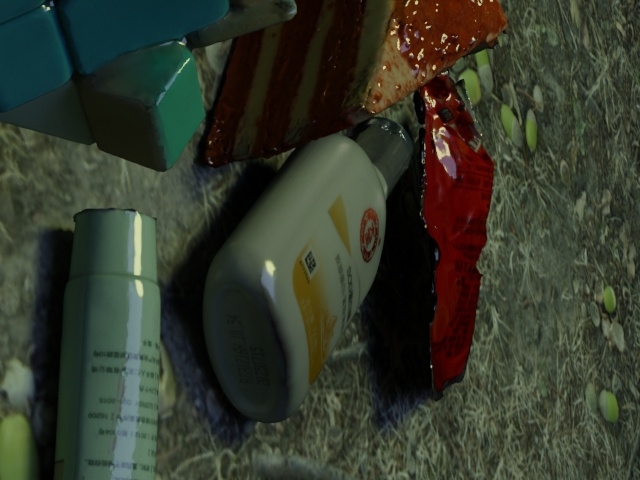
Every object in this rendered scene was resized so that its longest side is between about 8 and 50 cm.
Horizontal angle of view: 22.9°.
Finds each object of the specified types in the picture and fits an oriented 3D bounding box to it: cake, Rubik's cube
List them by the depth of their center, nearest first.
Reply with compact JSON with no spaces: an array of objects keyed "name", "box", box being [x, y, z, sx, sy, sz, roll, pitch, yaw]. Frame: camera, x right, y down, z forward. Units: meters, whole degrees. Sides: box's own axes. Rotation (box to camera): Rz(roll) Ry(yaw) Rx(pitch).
[{"name":"Rubik's cube","box":[-0.130,-0.155,0.815,0.224,0.265,0.213,59,-14,30]},{"name":"cake","box":[0.012,-0.170,1.145,0.262,0.158,0.159,-38,112,-58]}]

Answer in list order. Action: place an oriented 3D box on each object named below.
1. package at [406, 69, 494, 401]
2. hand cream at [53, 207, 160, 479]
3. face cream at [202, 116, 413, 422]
[{"name":"package","box":[0.111,-0.006,1.329,0.194,0.071,0.269,0,85,-67]},{"name":"hand cream","box":[-0.121,0.145,0.900,0.085,0.058,0.331,26,58,-58]},{"name":"face cream","box":[0.000,0.000,1.146,0.291,0.071,0.143,-56,145,-53]}]
